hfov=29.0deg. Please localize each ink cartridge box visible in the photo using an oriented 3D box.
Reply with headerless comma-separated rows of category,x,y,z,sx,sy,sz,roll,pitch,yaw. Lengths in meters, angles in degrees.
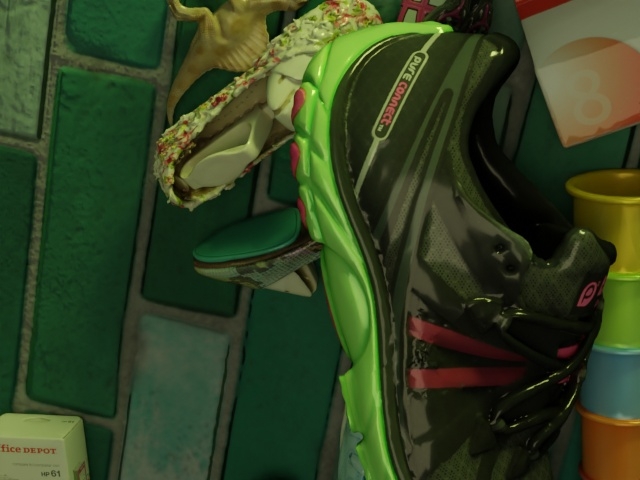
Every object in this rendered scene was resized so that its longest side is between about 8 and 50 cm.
ink cartridge box,0.228,-0.179,0.956,0.145,0.045,0.179,-20,103,16
ink cartridge box,-0.267,0.230,1.169,0.088,0.052,0.122,-1,104,12

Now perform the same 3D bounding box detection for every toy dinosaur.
toy dinosaur,-0.089,-0.173,1.018,0.183,0.053,0.092,-38,97,19

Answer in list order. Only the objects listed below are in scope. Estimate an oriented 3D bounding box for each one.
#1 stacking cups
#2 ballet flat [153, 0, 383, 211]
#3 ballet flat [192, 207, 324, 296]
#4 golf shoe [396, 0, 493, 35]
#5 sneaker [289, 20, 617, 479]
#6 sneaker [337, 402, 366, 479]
stacking cups,0.241,0.103,1.012,0.096,0.096,0.316,3,108,11
ballet flat,-0.042,-0.100,1.003,0.241,0.077,0.091,-38,119,26
ballet flat,0.000,0.000,1.044,0.221,0.077,0.079,-24,119,17
golf shoe,0.102,-0.200,0.973,0.186,0.067,0.086,-52,48,31
sneaker,0.123,0.074,0.900,0.202,0.185,0.483,-13,101,18
sneaker,0.065,0.258,1.056,0.135,0.150,0.366,6,107,9
